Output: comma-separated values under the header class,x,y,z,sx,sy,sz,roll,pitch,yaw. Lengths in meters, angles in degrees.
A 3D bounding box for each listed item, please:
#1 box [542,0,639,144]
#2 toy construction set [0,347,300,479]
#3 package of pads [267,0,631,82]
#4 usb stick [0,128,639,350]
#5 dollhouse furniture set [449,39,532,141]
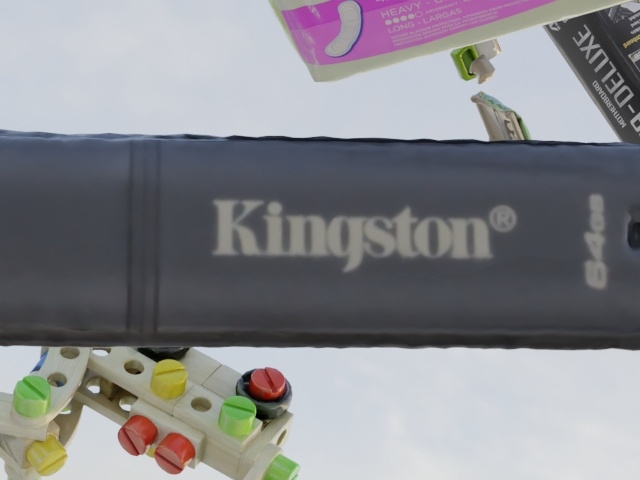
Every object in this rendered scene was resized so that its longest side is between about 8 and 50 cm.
class,x,y,z,sx,sy,sz,roll,pitch,yaw
box,0.343,-0.174,1.431,0.242,0.307,0.076,56,-21,7
toy construction set,-0.146,0.171,1.548,0.327,0.215,0.151,38,-46,6
package of pads,0.049,-0.230,0.996,0.229,0.101,0.296,-14,-42,11
usb stick,0.000,0.000,0.634,0.278,0.077,0.045,1,-23,-5
dollhouse furniture set,0.171,-0.151,1.741,0.076,0.058,0.152,35,-27,61
